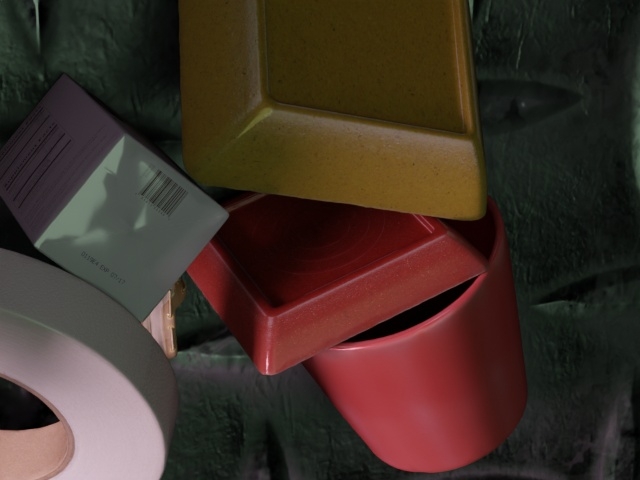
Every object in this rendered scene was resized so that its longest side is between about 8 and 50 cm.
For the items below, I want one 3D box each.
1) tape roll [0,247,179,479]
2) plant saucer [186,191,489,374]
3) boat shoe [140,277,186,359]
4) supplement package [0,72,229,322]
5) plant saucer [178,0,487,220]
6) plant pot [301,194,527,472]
[{"bbox_3d":[-0.331,0.152,1.521,0.392,0.072,0.392,5,138,4],"label":"tape roll"},{"bbox_3d":[0.000,0.000,1.629,0.258,0.259,0.048,-25,130,-14],"label":"plant saucer"},{"bbox_3d":[-0.173,0.055,1.693,0.059,0.063,0.170,-5,119,-24],"label":"boat shoe"},{"bbox_3d":[-0.213,-0.048,1.532,0.139,0.244,0.134,39,91,-30],"label":"supplement package"},{"bbox_3d":[0.027,-0.202,1.568,0.333,0.081,0.333,7,66,-25],"label":"plant saucer"},{"bbox_3d":[0.104,0.103,1.726,0.275,0.275,0.243,-32,126,-10],"label":"plant pot"}]
